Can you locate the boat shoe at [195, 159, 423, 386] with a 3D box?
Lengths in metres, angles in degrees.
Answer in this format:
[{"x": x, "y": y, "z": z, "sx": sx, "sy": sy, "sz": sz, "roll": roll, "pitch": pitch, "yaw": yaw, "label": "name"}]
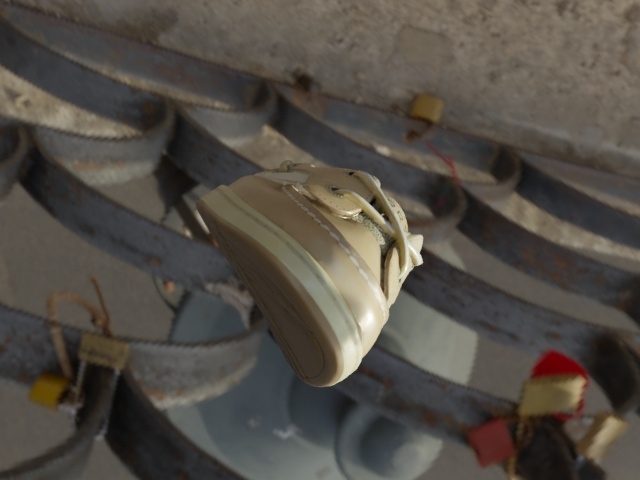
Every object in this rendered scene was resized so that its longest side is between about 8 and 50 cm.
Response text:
[{"x": 0.000, "y": 0.000, "z": 0.714, "sx": 0.098, "sy": 0.302, "sz": 0.109, "roll": -31, "pitch": 96, "yaw": -4, "label": "boat shoe"}]
